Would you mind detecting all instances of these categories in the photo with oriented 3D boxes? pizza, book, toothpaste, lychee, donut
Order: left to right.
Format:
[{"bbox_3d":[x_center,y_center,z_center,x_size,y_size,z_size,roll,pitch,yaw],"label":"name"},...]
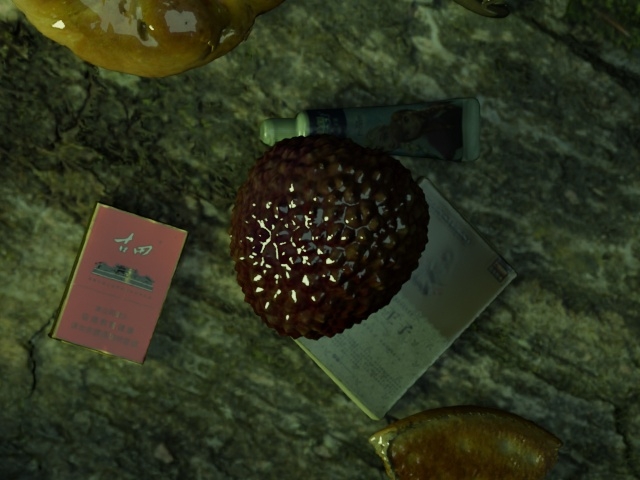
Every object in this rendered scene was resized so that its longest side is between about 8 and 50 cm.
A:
[{"bbox_3d":[-0.148,-0.306,1.602,0.299,0.150,0.317,43,86,-13],"label":"donut"},{"bbox_3d":[0.000,0.000,1.646,0.188,0.188,0.188,-1,95,-13],"label":"lychee"},{"bbox_3d":[0.049,-0.103,1.727,0.216,0.037,0.062,-1,94,-18],"label":"toothpaste"},{"bbox_3d":[0.075,0.055,1.756,0.198,0.016,0.138,-46,103,-6],"label":"book"},{"bbox_3d":[0.123,0.248,1.765,0.201,0.053,0.193,13,91,-25],"label":"pizza"}]

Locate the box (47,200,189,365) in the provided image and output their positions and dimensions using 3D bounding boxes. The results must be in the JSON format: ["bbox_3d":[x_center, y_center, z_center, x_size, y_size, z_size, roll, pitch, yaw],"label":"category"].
[{"bbox_3d":[-0.184,0.039,1.690,0.090,0.023,0.133,20,91,-16],"label":"box"}]

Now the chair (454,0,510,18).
[{"bbox_3d":[0.221,-0.335,1.691,0.272,0.166,0.188,-23,105,33],"label":"chair"}]
